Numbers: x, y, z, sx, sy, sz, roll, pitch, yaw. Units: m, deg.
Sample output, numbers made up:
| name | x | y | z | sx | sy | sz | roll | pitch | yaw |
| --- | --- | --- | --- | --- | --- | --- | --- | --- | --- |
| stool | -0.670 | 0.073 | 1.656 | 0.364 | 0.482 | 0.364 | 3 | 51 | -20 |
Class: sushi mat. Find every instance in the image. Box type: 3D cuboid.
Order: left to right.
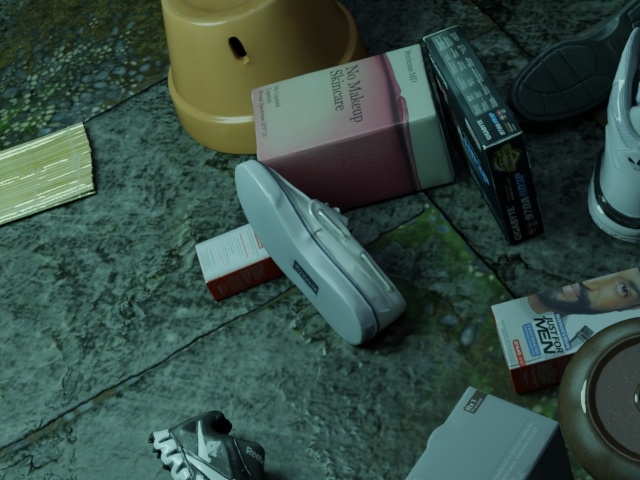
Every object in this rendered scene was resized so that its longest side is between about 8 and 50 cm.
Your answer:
| name | x | y | z | sx | sy | sz | roll | pitch | yaw |
| --- | --- | --- | --- | --- | --- | --- | --- | --- | --- |
| sushi mat | -0.479 | -0.072 | 1.797 | 0.316 | 0.019 | 0.151 | -19 | 45 | 3 |

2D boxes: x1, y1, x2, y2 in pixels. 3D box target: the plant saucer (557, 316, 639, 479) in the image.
| name | x | y | z | sx | sy | sz | roll | pitch | yaw |
| --- | --- | --- | --- | --- | --- | --- | --- | --- | --- |
| plant saucer | 0.339 | 0.164 | 1.249 | 0.198 | 0.036 | 0.198 | -5 | 65 | 12 |

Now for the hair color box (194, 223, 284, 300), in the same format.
| name | x | y | z | sx | sy | sz | roll | pitch | yaw |
| --- | --- | --- | --- | --- | --- | --- | --- | --- | --- |
| hair color box | -0.081 | 0.015 | 1.562 | 0.141 | 0.043 | 0.072 | -22 | 47 | 1 |

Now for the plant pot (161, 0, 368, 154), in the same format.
| name | x | y | z | sx | sy | sz | roll | pitch | yaw |
| --- | --- | --- | --- | --- | --- | --- | --- | --- | --- |
| plant pot | -0.097 | -0.292 | 1.729 | 0.291 | 0.203 | 0.291 | -11 | 48 | 12 |

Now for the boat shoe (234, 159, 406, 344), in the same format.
| name | x | y | z | sx | sy | sz | roll | pitch | yaw |
| --- | --- | --- | --- | --- | --- | --- | --- | --- | --- |
| boat shoe | 0.000 | 0.000 | 1.477 | 0.088 | 0.096 | 0.267 | -29 | 65 | -27 |

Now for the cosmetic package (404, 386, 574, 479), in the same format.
| name | x | y | z | sx | sy | sz | roll | pitch | yaw |
| --- | --- | --- | --- | --- | --- | --- | --- | --- | --- |
| cosmetic package | 0.166 | 0.258 | 1.125 | 0.107 | 0.238 | 0.127 | 20 | 60 | 33 |

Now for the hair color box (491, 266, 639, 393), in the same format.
| name | x | y | z | sx | sy | sz | roll | pitch | yaw |
| --- | --- | --- | --- | --- | --- | --- | --- | --- | --- |
| hair color box | 0.280 | 0.098 | 1.353 | 0.167 | 0.053 | 0.093 | -15 | 47 | 5 |

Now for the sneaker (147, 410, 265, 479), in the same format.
| name | x | y | z | sx | sy | sz | roll | pitch | yaw |
| --- | --- | --- | --- | --- | --- | --- | --- | --- | --- |
| sneaker | -0.098 | 0.265 | 1.324 | 0.106 | 0.078 | 0.234 | -32 | 45 | -6 |

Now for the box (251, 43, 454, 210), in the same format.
| name | x | y | z | sx | sy | sz | roll | pitch | yaw |
| --- | --- | --- | --- | --- | --- | --- | --- | --- | --- |
| box | 0.041 | -0.137 | 1.594 | 0.232 | 0.127 | 0.148 | -15 | 46 | 7 |

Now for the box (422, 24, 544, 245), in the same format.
| name | x | y | z | sx | sy | sz | roll | pitch | yaw |
| --- | --- | --- | --- | --- | --- | --- | --- | --- | --- |
| box | 0.198 | -0.129 | 1.498 | 0.051 | 0.175 | 0.220 | -22 | 47 | 1 |

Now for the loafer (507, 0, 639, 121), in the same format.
| name | x | y | z | sx | sy | sz | roll | pitch | yaw |
| --- | --- | --- | --- | --- | --- | --- | --- | --- | --- |
| loafer | 0.351 | -0.232 | 1.612 | 0.267 | 0.096 | 0.084 | -33 | 6 | -11 |

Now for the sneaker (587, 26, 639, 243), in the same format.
| name | x | y | z | sx | sy | sz | roll | pitch | yaw |
| --- | --- | --- | --- | --- | --- | --- | --- | --- | --- |
| sneaker | 0.422 | -0.187 | 1.431 | 0.137 | 0.210 | 0.366 | 22 | 61 | 15 |
